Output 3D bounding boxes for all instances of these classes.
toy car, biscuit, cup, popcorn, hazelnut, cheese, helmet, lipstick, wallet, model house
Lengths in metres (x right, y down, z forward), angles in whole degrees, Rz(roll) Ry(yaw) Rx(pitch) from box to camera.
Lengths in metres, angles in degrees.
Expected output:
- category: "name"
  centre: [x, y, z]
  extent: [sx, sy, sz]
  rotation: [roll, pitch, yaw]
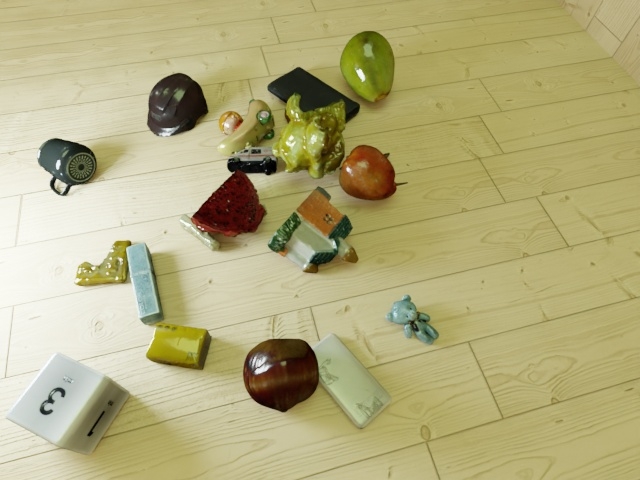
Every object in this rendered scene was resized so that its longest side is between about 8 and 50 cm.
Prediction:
- category: "toy car"
  centre: [-0.281, -0.333, 1.787]
  extent: [0.210, 0.089, 0.108]
  rotation: [-3, 58, -6]
- category: "biscuit"
  centre: [-0.774, 0.082, 1.539]
  extent: [0.183, 0.039, 0.174]
  rotation: [-8, 60, -8]
- category: "cup"
  centre: [-1.016, -0.292, 1.708]
  extent: [0.177, 0.169, 0.223]
  rotation: [24, 91, 17]
- category: "popcorn"
  centre: [-0.049, -0.423, 1.722]
  extent: [0.290, 0.325, 0.321]
  rotation: [-22, 35, 33]
- category: "hazelnut"
  centre: [-0.122, 0.398, 1.278]
  extent: [0.230, 0.229, 0.229]
  rotation: [1, 58, -1]
- category: "cheese"
  centre: [-0.451, -0.029, 1.604]
  extent: [0.194, 0.065, 0.043]
  rotation: [36, 57, 20]
- category: "helmet"
  centre: [-0.645, -0.614, 1.902]
  extent: [0.225, 0.177, 0.305]
  rotation: [29, 60, 13]
- category: "lipstick"
  centre: [-0.604, 0.148, 1.481]
  extent: [0.078, 0.076, 0.289]
  rotation: [-17, 60, -13]
- category: "wallet"
  centre: [-0.033, -0.666, 2.021]
  extent: [0.406, 0.062, 0.228]
  rotation: [39, 65, 21]
- category: "model house"
  centre: [0.000, 0.000, 1.561]
  extent: [0.301, 0.190, 0.271]
  rotation: [38, 59, 3]

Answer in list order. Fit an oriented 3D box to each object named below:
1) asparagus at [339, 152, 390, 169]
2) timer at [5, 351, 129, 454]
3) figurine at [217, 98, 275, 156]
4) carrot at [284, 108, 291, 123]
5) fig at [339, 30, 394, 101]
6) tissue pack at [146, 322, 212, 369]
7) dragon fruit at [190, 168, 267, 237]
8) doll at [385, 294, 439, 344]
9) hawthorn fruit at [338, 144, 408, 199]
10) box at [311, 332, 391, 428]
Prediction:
- category: "asparagus"
  centre: [0.193, -0.333, 1.837]
  extent: [0.236, 0.027, 0.034]
  rotation: [-17, 71, -11]
- category: "timer"
  centre: [-0.698, 0.459, 1.213]
  extent: [0.192, 0.194, 0.195]
  rotation: [21, 60, 11]
- category: "figurine"
  centre: [-0.339, -0.493, 1.867]
  extent: [0.222, 0.124, 0.324]
  rotation: [32, 66, 17]
- category: "carrot"
  centre: [-0.134, -0.543, 1.957]
  extent: [0.035, 0.035, 0.142]
  rotation: [-18, 67, -13]
- category: "fig"
  centre: [0.231, -0.803, 2.008]
  extent: [0.258, 0.258, 0.326]
  rotation: [-15, 72, -11]
- category: "tissue pack"
  centre: [-0.446, 0.334, 1.366]
  extent: [0.169, 0.082, 0.120]
  rotation: [8, 59, 3]
- category: "dragon fruit"
  centre: [-0.328, -0.087, 1.610]
  extent: [0.205, 0.152, 0.317]
  rotation: [35, 48, -2]
- category: "doll"
  centre: [0.313, 0.268, 1.436]
  extent: [0.180, 0.075, 0.120]
  rotation: [39, 68, 21]
- category: "hawthorn fruit"
  centre: [0.207, -0.247, 1.684]
  extent: [0.262, 0.210, 0.210]
  rotation: [24, 60, 4]
- category: "box"
  centre: [0.079, 0.431, 1.346]
  extent: [0.142, 0.044, 0.285]
  rotation: [-34, 65, -23]
